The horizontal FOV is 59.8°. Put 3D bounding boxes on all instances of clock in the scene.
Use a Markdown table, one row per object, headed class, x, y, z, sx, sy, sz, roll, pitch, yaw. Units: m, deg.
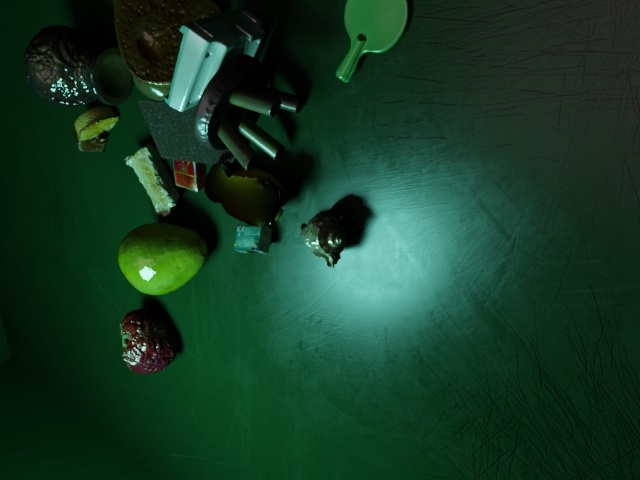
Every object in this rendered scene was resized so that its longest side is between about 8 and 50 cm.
| class | x | y | z | sx | sy | sz | roll | pitch | yaw |
| --- | --- | --- | --- | --- | --- | --- | --- | --- | --- |
| clock | -0.266 | -0.465 | 1.457 | 0.116 | 0.262 | 0.231 | 36 | 130 | 8 |

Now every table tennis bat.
| class | x | y | z | sx | sy | sz | roll | pitch | yaw |
| --- | --- | --- | --- | --- | --- | --- | --- | --- | --- |
| table tennis bat | 0.107 | -0.484 | 1.295 | 0.160 | 0.039 | 0.257 | 43 | 126 | 15 |

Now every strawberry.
| class | x | y | z | sx | sy | sz | roll | pitch | yaw |
| --- | --- | --- | --- | --- | --- | --- | --- | --- | --- |
| strawberry | -0.698 | 0.417 | 2.276 | 0.274 | 0.220 | 0.274 | 177 | 90 | -74 |

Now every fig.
| class | x | y | z | sx | sy | sz | roll | pitch | yaw |
| --- | --- | --- | --- | --- | --- | --- | --- | --- | --- |
| fig | -0.541 | 0.051 | 1.940 | 0.326 | 0.258 | 0.258 | -16 | 100 | 26 |

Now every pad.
| class | x | y | z | sx | sy | sz | roll | pitch | yaw |
| --- | --- | --- | --- | --- | --- | --- | --- | --- | --- |
| pad | -0.386 | -0.324 | 1.693 | 0.330 | 0.004 | 0.220 | 9 | 137 | 21 |

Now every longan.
| class | x | y | z | sx | sy | sz | roll | pitch | yaw |
| --- | --- | --- | --- | --- | --- | --- | --- | --- | --- |
| longan | -0.476 | -0.493 | 1.676 | 0.187 | 0.167 | 0.167 | 37 | 130 | 9 |

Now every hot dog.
| class | x | y | z | sx | sy | sz | roll | pitch | yaw |
| --- | --- | --- | --- | --- | --- | --- | --- | --- | --- |
| hot dog | -0.199 | -0.153 | 1.660 | 0.326 | 0.107 | 0.194 | 37 | 121 | 32 |

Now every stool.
| class | x | y | z | sx | sy | sz | roll | pitch | yaw |
| --- | --- | --- | --- | --- | --- | --- | --- | --- | --- |
| stool | -0.184 | -0.326 | 1.460 | 0.178 | 0.272 | 0.272 | 34 | 129 | 11 |

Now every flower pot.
| class | x | y | z | sx | sy | sz | roll | pitch | yaw |
| --- | --- | --- | --- | --- | --- | --- | --- | --- | --- |
| flower pot | -0.781 | -0.564 | 1.849 | 0.267 | 0.266 | 0.266 | 17 | 121 | 20 |

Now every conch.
| class | x | y | z | sx | sy | sz | roll | pitch | yaw |
| --- | --- | --- | --- | --- | --- | --- | --- | --- | --- |
| conch | 0.000 | 0.000 | 1.547 | 0.207 | 0.130 | 0.155 | 6 | 102 | 53 |

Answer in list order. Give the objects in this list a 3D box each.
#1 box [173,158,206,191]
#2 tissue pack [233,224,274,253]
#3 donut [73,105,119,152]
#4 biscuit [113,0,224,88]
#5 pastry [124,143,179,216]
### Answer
| class | x | y | z | sx | sy | sz | roll | pitch | yaw |
| --- | --- | --- | --- | --- | --- | --- | --- | --- | --- |
| box | -0.436 | -0.258 | 1.837 | 0.112 | 0.048 | 0.175 | 17 | 120 | 32 |
| tissue pack | -0.206 | -0.001 | 1.756 | 0.111 | 0.079 | 0.085 | 1 | 75 | 38 |
| donut | -0.837 | -0.414 | 2.047 | 0.217 | 0.141 | 0.085 | -39 | 77 | 39 |
| biscuit | -0.420 | -0.614 | 1.561 | 0.314 | 0.063 | 0.367 | -7 | 89 | 5 |
| pastry | -0.575 | -0.211 | 1.947 | 0.121 | 0.089 | 0.258 | -33 | 89 | 40 |
